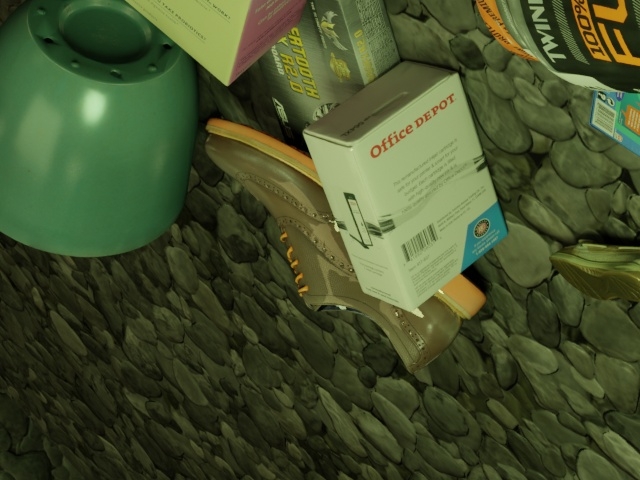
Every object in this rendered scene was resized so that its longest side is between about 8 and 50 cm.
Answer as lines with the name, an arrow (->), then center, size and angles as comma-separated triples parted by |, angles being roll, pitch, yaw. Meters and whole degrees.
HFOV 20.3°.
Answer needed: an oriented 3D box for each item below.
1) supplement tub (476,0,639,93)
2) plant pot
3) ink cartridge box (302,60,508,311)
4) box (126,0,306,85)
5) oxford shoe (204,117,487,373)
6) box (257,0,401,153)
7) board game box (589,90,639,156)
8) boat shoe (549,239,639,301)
supplement tub -> 0.265, -0.198, 1.269 | 0.316, 0.193, 0.193 | 10, 131, 54
plant pot -> -0.274, -0.167, 2.109 | 0.293, 0.293, 0.235 | 42, 138, 19
ink cartridge box -> 0.088, -0.057, 1.789 | 0.086, 0.148, 0.203 | 21, 140, 50
box -> -0.112, -0.306, 1.687 | 0.213, 0.117, 0.243 | 40, 152, 10
oxford shoe -> 0.000, 0.000, 1.940 | 0.363, 0.133, 0.130 | 37, 180, 11
box -> 0.008, -0.183, 1.864 | 0.183, 0.056, 0.231 | 24, 143, 45
board game box -> 0.321, -0.107, 1.460 | 0.210, 0.047, 0.160 | 38, 150, 27
boat shoe -> 0.278, 0.023, 1.711 | 0.056, 0.048, 0.153 | 48, 163, -19
